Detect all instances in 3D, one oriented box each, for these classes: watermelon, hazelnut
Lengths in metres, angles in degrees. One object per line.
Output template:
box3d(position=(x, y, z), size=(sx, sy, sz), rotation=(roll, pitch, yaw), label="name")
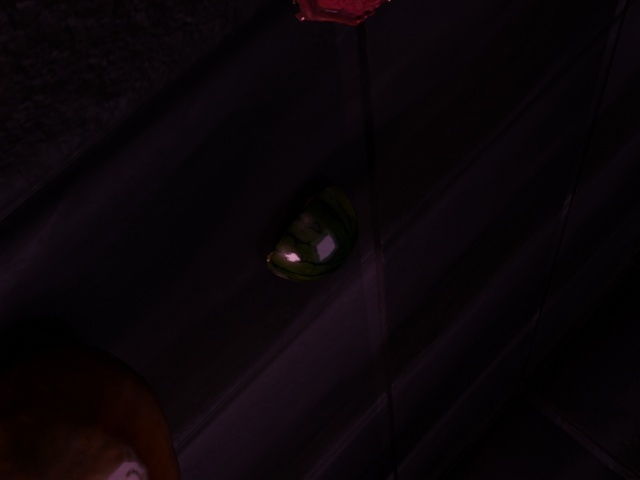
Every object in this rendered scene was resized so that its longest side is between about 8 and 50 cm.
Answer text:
box3d(position=(0.000, 0.000, 0.887), size=(0.105, 0.062, 0.105), rotation=(-48, 165, -17), label="watermelon")
box3d(position=(-0.191, 0.166, 0.672), size=(0.182, 0.182, 0.182), rotation=(-41, 155, -24), label="hazelnut")

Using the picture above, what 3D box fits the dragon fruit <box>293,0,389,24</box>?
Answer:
box3d(position=(0.039, -0.237, 0.497), size=(0.161, 0.126, 0.274), rotation=(-13, 167, -46), label="dragon fruit")
